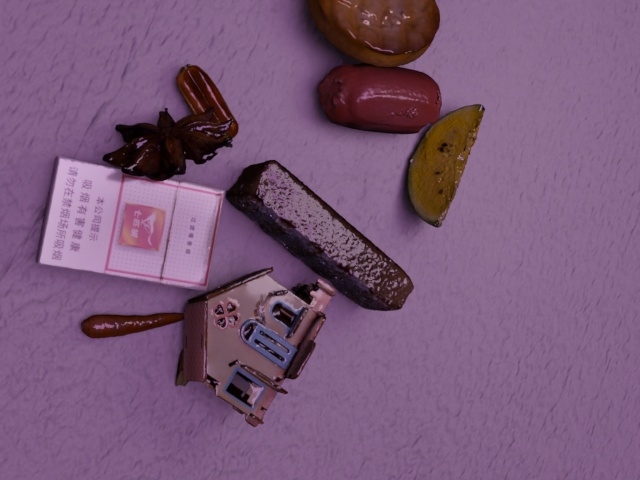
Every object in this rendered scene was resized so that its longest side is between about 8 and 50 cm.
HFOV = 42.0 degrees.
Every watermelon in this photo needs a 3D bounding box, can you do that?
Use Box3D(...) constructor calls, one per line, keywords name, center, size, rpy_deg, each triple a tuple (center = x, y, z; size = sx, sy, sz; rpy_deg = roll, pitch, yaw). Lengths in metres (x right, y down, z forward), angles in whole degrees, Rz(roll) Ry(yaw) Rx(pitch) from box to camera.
Box3D(name="watermelon", center=(0.278, -0.164, 1.873), size=(0.123, 0.129, 0.301), rpy_deg=(26, 77, -23))

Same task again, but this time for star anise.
Box3D(name="star anise", center=(-0.280, -0.170, 1.590), size=(0.272, 0.272, 0.102), rpy_deg=(-23, 127, -20))

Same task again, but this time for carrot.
Box3D(name="carrot", center=(-0.368, 0.165, 1.674), size=(0.216, 0.048, 0.048), rpy_deg=(-3, 93, -26))

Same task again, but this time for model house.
Box3D(name="model house", center=(-0.145, 0.172, 1.676), size=(0.244, 0.169, 0.326), rpy_deg=(37, 71, -16))

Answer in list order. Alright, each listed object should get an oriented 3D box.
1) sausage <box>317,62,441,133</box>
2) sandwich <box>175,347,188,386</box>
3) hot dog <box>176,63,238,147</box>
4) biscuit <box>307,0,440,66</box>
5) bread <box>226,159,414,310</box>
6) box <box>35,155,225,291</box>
Box3D(name="sausage", center=(0.133, -0.305, 1.801), size=(0.280, 0.152, 0.152), rpy_deg=(3, 91, -21))
Box3D(name="sandwich", center=(-0.276, 0.261, 1.711), size=(0.031, 0.044, 0.083), rpy_deg=(10, 86, -18))
Box3D(name="hot dog", center=(-0.230, -0.273, 1.705), size=(0.072, 0.055, 0.188), rpy_deg=(-33, 103, -15))
Box3D(name="biscuit", center=(0.111, -0.494, 1.776), size=(0.297, 0.102, 0.296), rpy_deg=(10, 61, -18))
Box3D(name="bread", center=(0.000, 0.000, 1.748), size=(0.417, 0.165, 0.113), rpy_deg=(39, 76, -18))
Box3D(name="box", center=(-0.369, -0.030, 1.638), size=(0.331, 0.095, 0.210), rpy_deg=(11, 88, -23))
